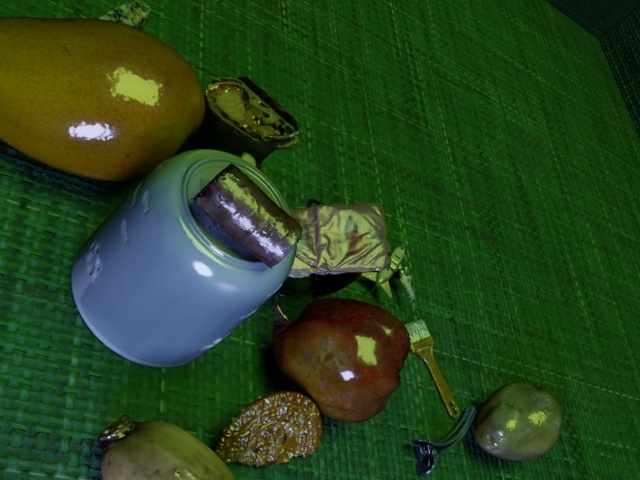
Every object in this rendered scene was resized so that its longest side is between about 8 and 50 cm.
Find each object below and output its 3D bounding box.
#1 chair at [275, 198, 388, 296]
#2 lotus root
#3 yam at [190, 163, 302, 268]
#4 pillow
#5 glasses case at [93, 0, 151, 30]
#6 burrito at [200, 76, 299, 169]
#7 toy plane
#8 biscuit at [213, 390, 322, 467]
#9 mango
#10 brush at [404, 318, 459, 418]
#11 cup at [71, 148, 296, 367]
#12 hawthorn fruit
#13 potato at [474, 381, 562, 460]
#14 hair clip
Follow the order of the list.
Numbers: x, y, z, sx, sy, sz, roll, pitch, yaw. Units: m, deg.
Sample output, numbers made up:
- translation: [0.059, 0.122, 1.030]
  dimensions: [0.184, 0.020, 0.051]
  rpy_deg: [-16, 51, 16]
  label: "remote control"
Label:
- translation: [0.026, 0.032, 1.406]
  dimensions: [0.221, 0.140, 0.145]
  rpy_deg: [15, 55, -41]
  label: "chair"
- translation: [-0.193, 0.340, 0.963]
  dimensions: [0.257, 0.140, 0.154]
  rpy_deg: [47, 33, 4]
  label: "lotus root"
- translation: [-0.092, -0.033, 0.958]
  dimensions: [0.141, 0.079, 0.079]
  rpy_deg: [43, 40, -13]
  label: "yam"
- translation: [0.000, 0.000, 1.255]
  dimensions: [0.249, 0.049, 0.135]
  rpy_deg: [-3, 63, -15]
  label: "pillow"
- translation: [-0.396, -0.373, 1.347]
  dimensions: [0.065, 0.087, 0.248]
  rpy_deg: [39, 39, -7]
  label: "glasses case"
- translation: [-0.148, -0.201, 1.293]
  dimensions: [0.107, 0.348, 0.175]
  rpy_deg: [-43, 99, -16]
  label: "burrito"
- translation: [0.148, 0.054, 1.560]
  dimensions: [0.162, 0.065, 0.171]
  rpy_deg: [39, 45, 2]
  label: "toy plane"
- translation: [-0.071, 0.294, 1.141]
  dimensions: [0.206, 0.125, 0.025]
  rpy_deg: [4, 16, -40]
  label: "biscuit"
- translation: [-0.375, -0.231, 1.161]
  dimensions: [0.378, 0.221, 0.263]
  rpy_deg: [16, 61, -17]
  label: "mango"
- translation: [0.236, 0.267, 1.521]
  dimensions: [0.083, 0.010, 0.218]
  rpy_deg: [-9, 68, -47]
  label: "brush"
- translation: [-0.182, -0.012, 1.131]
  dimensions: [0.259, 0.274, 0.356]
  rpy_deg: [37, 43, -18]
  label: "cup"
- translation: [0.022, 0.184, 1.246]
  dimensions: [0.248, 0.208, 0.208]
  rpy_deg: [28, 42, 0]
  label: "hawthorn fruit"
- translation: [0.395, 0.373, 1.484]
  dimensions: [0.194, 0.157, 0.157]
  rpy_deg: [-9, 67, -48]
  label: "potato"
- translation: [0.248, 0.380, 1.429]
  dimensions: [0.230, 0.039, 0.070]
  rpy_deg: [-14, 91, -53]
  label: "hair clip"
